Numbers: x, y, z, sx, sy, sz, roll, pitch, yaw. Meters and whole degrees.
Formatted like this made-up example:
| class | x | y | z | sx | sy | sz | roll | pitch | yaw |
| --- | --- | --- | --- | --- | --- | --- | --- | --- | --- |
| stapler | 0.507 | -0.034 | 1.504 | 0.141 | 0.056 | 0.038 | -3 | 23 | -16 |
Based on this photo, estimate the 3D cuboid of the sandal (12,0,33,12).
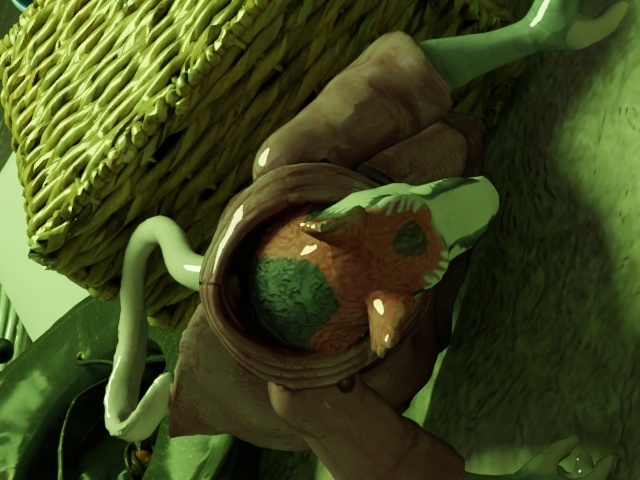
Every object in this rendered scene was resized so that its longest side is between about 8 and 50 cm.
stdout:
| class | x | y | z | sx | sy | sz | roll | pitch | yaw |
| --- | --- | --- | --- | --- | --- | --- | --- | --- | --- |
| sandal | -0.110 | -0.243 | 1.011 | 0.317 | 0.138 | 0.126 | -33 | 68 | 19 |

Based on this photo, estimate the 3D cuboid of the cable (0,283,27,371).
| class | x | y | z | sx | sy | sz | roll | pitch | yaw |
| --- | --- | --- | --- | --- | --- | --- | --- | --- | --- |
| cable | -0.410 | 0.129 | 1.786 | 0.257 | 0.089 | 0.257 | -142 | 64 | -72 |

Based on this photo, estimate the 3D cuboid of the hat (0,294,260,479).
| class | x | y | z | sx | sy | sz | roll | pitch | yaw |
| --- | --- | --- | --- | --- | --- | --- | --- | --- | --- |
| hat | -0.137 | 0.175 | 1.074 | 0.331 | 0.134 | 0.331 | -29 | 44 | 32 |

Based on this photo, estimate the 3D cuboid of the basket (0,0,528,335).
| class | x | y | z | sx | sy | sz | roll | pitch | yaw |
| --- | --- | --- | --- | --- | --- | --- | --- | --- | --- |
| basket | -0.037 | -0.110 | 0.944 | 0.299 | 0.213 | 0.223 | -46 | 39 | 20 |

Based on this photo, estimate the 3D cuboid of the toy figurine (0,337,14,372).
| class | x | y | z | sx | sy | sz | roll | pitch | yaw |
| --- | --- | --- | --- | --- | --- | --- | --- | --- | --- |
| toy figurine | -0.278 | 0.182 | 1.299 | 0.148 | 0.213 | 0.209 | 34 | 108 | 56 |

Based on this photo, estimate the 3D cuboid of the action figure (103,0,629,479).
| class | x | y | z | sx | sy | sz | roll | pitch | yaw |
| --- | --- | --- | --- | --- | --- | --- | --- | --- | --- |
| action figure | 0.000 | 0.000 | 0.694 | 0.370 | 0.276 | 0.248 | 25 | -113 | -84 |

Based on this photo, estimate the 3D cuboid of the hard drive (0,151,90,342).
| class | x | y | z | sx | sy | sz | roll | pitch | yaw |
| --- | --- | --- | --- | --- | --- | --- | --- | --- | --- |
| hard drive | -0.246 | -0.029 | 1.505 | 0.203 | 0.040 | 0.307 | 58 | 134 | 18 |
